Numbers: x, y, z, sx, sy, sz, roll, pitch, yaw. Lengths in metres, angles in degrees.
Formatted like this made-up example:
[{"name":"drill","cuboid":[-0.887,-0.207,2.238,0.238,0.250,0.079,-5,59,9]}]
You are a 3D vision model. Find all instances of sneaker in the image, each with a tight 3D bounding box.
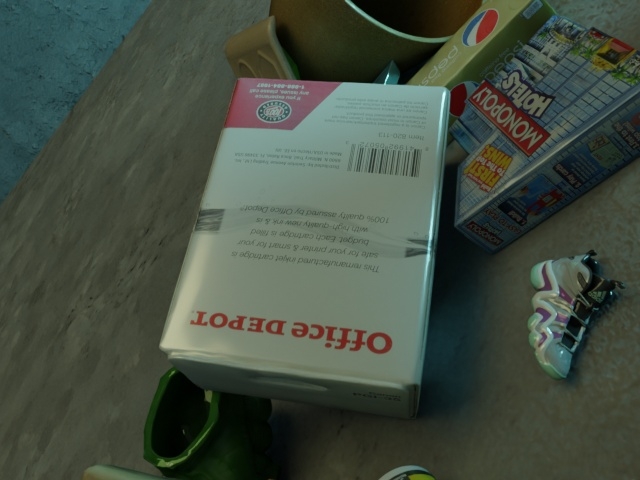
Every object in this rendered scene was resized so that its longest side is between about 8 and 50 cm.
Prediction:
[{"name":"sneaker","cuboid":[0.187,0.048,0.484,0.069,0.038,0.098,-27,43,41]}]

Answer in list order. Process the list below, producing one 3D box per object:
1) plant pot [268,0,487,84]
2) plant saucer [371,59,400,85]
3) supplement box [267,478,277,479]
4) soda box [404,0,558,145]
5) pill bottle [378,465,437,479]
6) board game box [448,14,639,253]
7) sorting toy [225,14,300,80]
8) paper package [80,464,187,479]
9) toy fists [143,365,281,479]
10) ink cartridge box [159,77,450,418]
[{"name":"plant pot","cuboid":[0.034,-0.280,0.836,0.254,0.237,0.237,-36,35,59]},{"name":"plant saucer","cuboid":[0.045,-0.141,0.807,0.192,0.018,0.067,-36,33,66]},{"name":"supplement box","cuboid":[-0.027,0.313,0.520,0.080,0.078,0.233,-17,51,47]},{"name":"soda box","cuboid":[0.159,-0.180,0.700,0.181,0.058,0.061,-44,35,22]},{"name":"pill bottle","cuboid":[0.081,0.215,0.464,0.065,0.065,0.116,-56,32,4]},{"name":"board game box","cuboid":[0.182,-0.094,0.593,0.194,0.060,0.194,-47,33,16]},{"name":"sorting toy","cuboid":[-0.049,-0.174,0.870,0.038,0.208,0.193,-27,17,-17]},{"name":"paper package","cuboid":[-0.014,0.307,0.329,0.310,0.168,0.324,2,71,35]},{"name":"toy fists","cuboid":[-0.098,0.252,0.617,0.096,0.142,0.279,-10,50,15]},{"name":"ink cartridge box","cuboid":[0.000,0.000,0.609,0.207,0.117,0.283,6,63,10]}]
